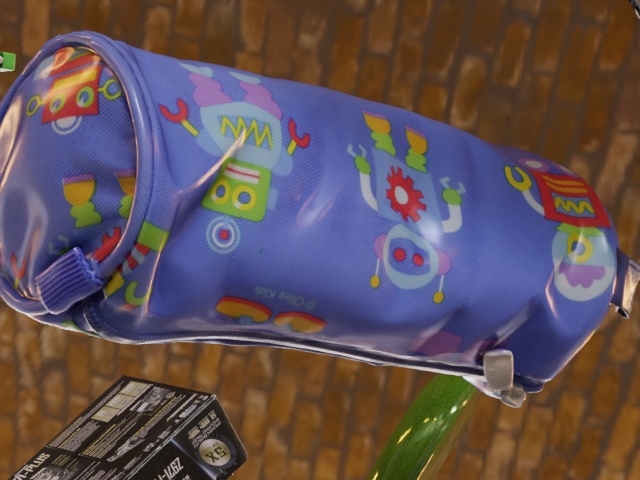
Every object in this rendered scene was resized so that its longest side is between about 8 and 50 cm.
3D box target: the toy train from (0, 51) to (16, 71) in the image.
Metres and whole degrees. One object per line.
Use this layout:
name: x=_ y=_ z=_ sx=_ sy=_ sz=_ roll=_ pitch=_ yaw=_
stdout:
toy train: x=-0.251 y=-0.130 z=1.396 sx=0.024 sy=0.017 sz=0.083 roll=6 pitch=-2 yaw=-39

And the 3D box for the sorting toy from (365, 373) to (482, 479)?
sorting toy: x=0.008 y=0.125 z=1.157 sx=0.126 sy=0.365 sz=0.127 roll=31 pitch=-22 yaw=11

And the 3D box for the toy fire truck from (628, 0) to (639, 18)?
toy fire truck: x=0.136 y=-0.237 z=0.833 sx=0.158 sy=0.217 sz=0.246 roll=-23 pitch=-44 yaw=-12

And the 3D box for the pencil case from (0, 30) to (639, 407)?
pencil case: x=0.000 y=0.000 z=0.858 sx=0.306 sy=0.133 sz=0.119 roll=12 pitch=-33 yaw=-38

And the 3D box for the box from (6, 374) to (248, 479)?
box: x=-0.182 y=0.215 z=1.734 sx=0.147 sy=0.180 sz=0.077 roll=6 pitch=-50 yaw=47
